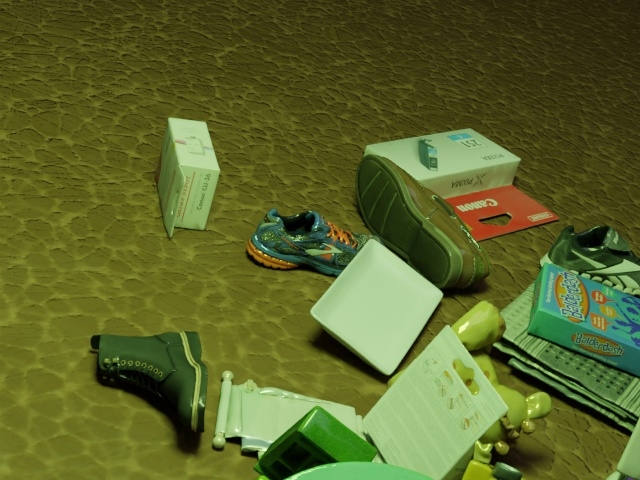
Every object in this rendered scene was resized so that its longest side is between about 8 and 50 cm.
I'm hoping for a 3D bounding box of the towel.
[{"bbox_3d":[0.426,0.170,1.897,0.312,0.056,0.324,31,30,19],"label":"towel"}]

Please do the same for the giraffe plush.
[{"bbox_3d":[0.207,0.197,1.626,0.170,0.181,0.210,49,13,9],"label":"giraffe plush"}]

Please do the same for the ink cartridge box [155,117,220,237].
[{"bbox_3d":[-0.209,-0.096,1.943,0.067,0.115,0.198,7,32,-18],"label":"ink cartridge box"}]

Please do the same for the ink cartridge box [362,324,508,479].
[{"bbox_3d":[0.145,0.215,1.508,0.045,0.179,0.145,18,29,-46],"label":"ink cartridge box"}]

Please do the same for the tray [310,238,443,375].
[{"bbox_3d":[0.082,0.099,1.819,0.145,0.030,0.270,39,32,3],"label":"tray"}]

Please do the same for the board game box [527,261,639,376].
[{"bbox_3d":[0.423,0.122,1.870,0.210,0.047,0.160,21,29,3],"label":"board game box"}]

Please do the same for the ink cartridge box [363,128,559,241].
[{"bbox_3d":[0.264,-0.106,2.259,0.296,0.066,0.261,-14,40,-42],"label":"ink cartridge box"}]

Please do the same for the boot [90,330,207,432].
[{"bbox_3d":[-0.213,0.175,1.531,0.137,0.077,0.198,3,18,-14],"label":"boot"}]

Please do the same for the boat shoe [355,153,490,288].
[{"bbox_3d":[0.165,-0.028,2.045,0.104,0.110,0.307,-1,43,-36],"label":"boat shoe"}]

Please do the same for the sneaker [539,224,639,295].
[{"bbox_3d":[0.498,0.028,2.105,0.234,0.106,0.078,11,31,-11],"label":"sneaker"}]

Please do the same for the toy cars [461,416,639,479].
[{"bbox_3d":[0.344,0.296,1.463,0.394,0.176,0.087,-17,2,4],"label":"toy cars"}]

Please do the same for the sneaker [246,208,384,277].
[{"bbox_3d":[0.000,0.000,1.914,0.221,0.087,0.083,3,32,-24],"label":"sneaker"}]

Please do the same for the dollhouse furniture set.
[{"bbox_3d":[0.037,0.358,1.333,0.301,0.151,0.197,38,54,1],"label":"dollhouse furniture set"}]

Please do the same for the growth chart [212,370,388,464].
[{"bbox_3d":[-0.023,0.243,1.551,0.237,0.021,0.172,16,30,-2],"label":"growth chart"}]

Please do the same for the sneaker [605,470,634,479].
[{"bbox_3d":[0.493,0.277,1.608,0.102,0.146,0.293,53,42,8],"label":"sneaker"}]

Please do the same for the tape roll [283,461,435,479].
[{"bbox_3d":[0.043,0.372,1.165,0.321,0.077,0.321,7,58,-12],"label":"tape roll"}]
